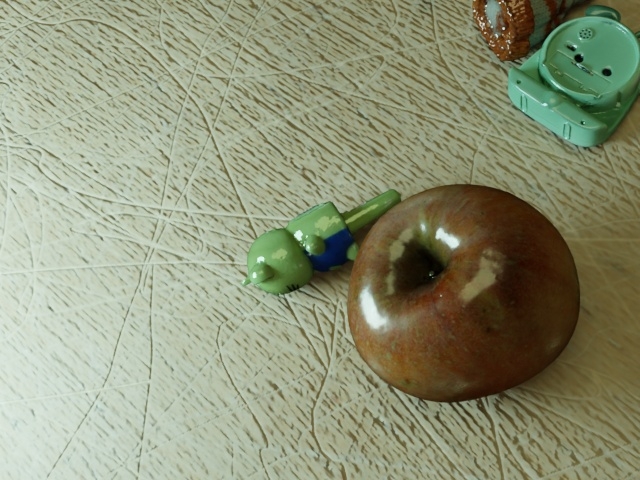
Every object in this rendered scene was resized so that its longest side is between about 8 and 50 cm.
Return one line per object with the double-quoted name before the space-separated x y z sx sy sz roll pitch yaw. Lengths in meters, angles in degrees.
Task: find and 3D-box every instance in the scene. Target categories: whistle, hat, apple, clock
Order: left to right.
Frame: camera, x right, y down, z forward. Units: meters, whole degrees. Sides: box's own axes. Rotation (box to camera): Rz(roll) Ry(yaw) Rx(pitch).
"whistle" 0.000 0.000 1.129 0.227 0.105 0.085 -29 95 -3
"apple" 0.159 0.066 1.003 0.254 0.253 0.253 -5 67 11
"hat" 0.295 -0.315 1.207 0.162 0.093 0.112 -22 73 -17
"clock" 0.343 -0.223 1.158 0.148 0.060 0.188 36 79 24
